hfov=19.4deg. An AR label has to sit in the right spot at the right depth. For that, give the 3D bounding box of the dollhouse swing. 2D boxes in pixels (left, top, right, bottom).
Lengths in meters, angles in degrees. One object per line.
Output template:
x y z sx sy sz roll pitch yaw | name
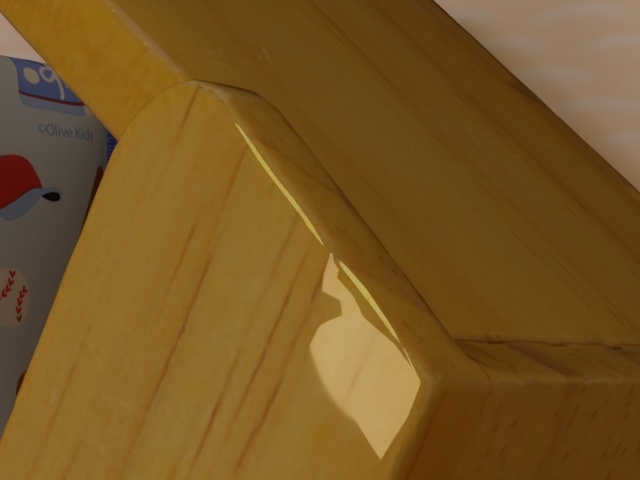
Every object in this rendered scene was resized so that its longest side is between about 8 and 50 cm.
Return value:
-0.018 0.055 0.661 0.305 0.347 0.315 30 104 31 | dollhouse swing

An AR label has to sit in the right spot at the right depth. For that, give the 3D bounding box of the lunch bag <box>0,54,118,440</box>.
-0.273 0.099 0.918 0.239 0.328 0.385 -9 81 43 | lunch bag
